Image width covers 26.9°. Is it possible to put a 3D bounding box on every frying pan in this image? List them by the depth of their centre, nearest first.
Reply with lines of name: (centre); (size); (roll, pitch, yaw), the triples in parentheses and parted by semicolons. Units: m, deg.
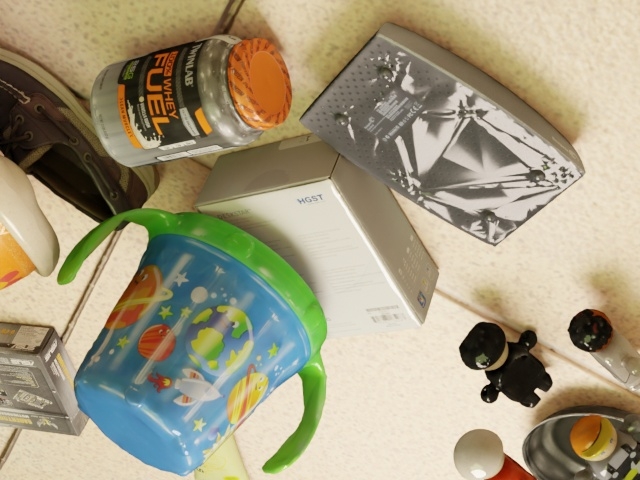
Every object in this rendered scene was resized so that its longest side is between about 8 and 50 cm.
frying pan: (0.375, 0.312, 1.700); (0.197, 0.053, 0.326); (-6, 134, 28)

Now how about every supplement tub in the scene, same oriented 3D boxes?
supplement tub: (-0.132, -0.146, 1.382); (0.190, 0.117, 0.117); (-10, 130, 30)

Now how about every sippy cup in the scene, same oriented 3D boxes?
sippy cup: (-0.146, 0.126, 1.473); (0.305, 0.224, 0.240); (28, 152, 15)

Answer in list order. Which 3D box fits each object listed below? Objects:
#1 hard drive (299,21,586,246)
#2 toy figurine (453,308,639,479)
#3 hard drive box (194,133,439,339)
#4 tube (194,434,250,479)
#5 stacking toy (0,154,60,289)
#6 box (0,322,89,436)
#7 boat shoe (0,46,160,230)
hard drive: (0.125, -0.109, 1.357); (0.255, 0.054, 0.172); (32, 138, -13)
toy figurine: (0.260, 0.185, 1.492); (0.210, 0.213, 0.148); (-15, 141, 35)
hard drive box: (0.000, 0.000, 1.500); (0.181, 0.089, 0.232); (-10, 130, 31)
tube: (-0.152, 0.290, 1.898); (0.070, 0.062, 0.240); (48, 158, 35)
stacking toy: (-0.553, 0.033, 1.425); (0.350, 0.480, 0.350); (45, 168, 12)
box: (-0.463, 0.195, 1.926); (0.231, 0.056, 0.183); (4, 136, 20)
boat shoe: (-0.314, -0.116, 1.507); (0.285, 0.092, 0.103); (37, 136, -17)
